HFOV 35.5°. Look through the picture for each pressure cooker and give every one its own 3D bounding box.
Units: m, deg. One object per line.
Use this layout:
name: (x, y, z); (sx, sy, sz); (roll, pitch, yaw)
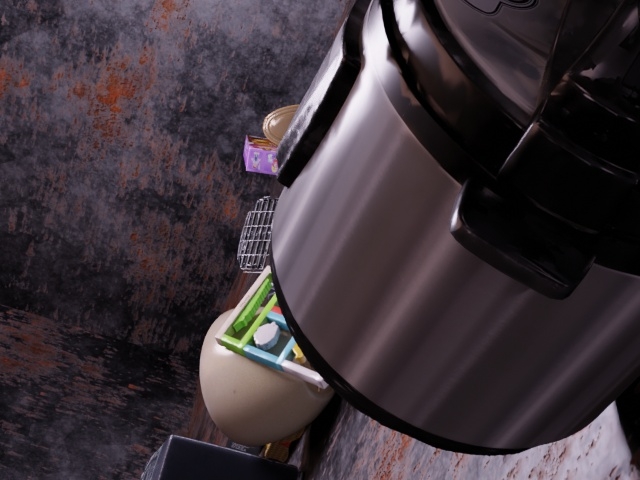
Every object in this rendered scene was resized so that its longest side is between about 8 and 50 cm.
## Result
pressure cooker: (0.182, -0.071, 0.822); (0.420, 0.376, 0.369); (-61, 40, 45)

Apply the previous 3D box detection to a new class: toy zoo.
toy zoo: (-0.030, 0.165, 1.881); (0.192, 0.293, 0.030); (-55, -33, -29)

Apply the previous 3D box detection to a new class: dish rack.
dish rack: (-0.043, -0.003, 2.176); (0.074, 0.272, 0.208); (58, -142, -52)

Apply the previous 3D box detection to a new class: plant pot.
plant pot: (-0.073, 0.259, 1.988); (0.191, 0.284, 0.284); (-14, 50, 36)

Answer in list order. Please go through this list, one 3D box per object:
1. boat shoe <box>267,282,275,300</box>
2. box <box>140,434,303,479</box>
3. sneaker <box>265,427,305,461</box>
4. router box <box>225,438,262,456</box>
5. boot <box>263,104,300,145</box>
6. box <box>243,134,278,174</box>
boat shoe: (-0.077, 0.125, 2.419); (0.108, 0.102, 0.301); (72, -165, -58)
box: (-0.277, 0.705, 2.120); (0.472, 0.298, 0.479); (126, 160, -66)
sneaker: (-0.081, 0.408, 2.199); (0.083, 0.070, 0.185); (-89, 21, -45)
router box: (-0.137, 0.371, 2.366); (0.309, 0.081, 0.242); (85, -157, -85)
boot: (0.010, -0.264, 2.328); (0.220, 0.284, 0.109); (-124, 25, -86)
box: (-0.028, -0.184, 2.307); (0.201, 0.293, 0.057); (-114, 32, -74)
